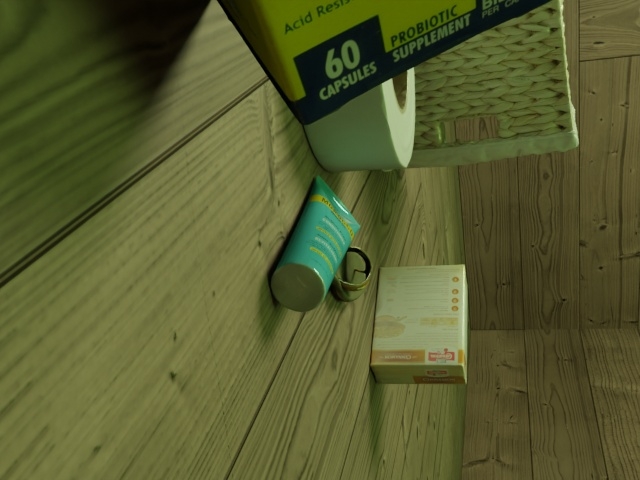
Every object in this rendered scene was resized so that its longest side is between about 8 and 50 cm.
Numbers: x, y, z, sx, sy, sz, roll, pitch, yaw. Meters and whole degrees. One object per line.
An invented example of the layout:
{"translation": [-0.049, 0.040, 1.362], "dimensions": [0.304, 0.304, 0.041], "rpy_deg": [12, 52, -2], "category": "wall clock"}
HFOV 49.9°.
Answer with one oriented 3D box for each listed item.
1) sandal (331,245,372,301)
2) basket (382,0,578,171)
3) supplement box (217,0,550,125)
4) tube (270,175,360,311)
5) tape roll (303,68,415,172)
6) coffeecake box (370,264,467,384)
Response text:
{"translation": [0.037, 0.032, 0.853], "dimensions": [0.180, 0.049, 0.072], "rpy_deg": [49, 41, -66], "category": "sandal"}
{"translation": [0.258, -0.312, 1.189], "dimensions": [0.331, 0.329, 0.266], "rpy_deg": [-64, 146, -59], "category": "basket"}
{"translation": [-0.008, -0.276, 0.358], "dimensions": [0.195, 0.194, 0.356], "rpy_deg": [59, -4, 39], "category": "supplement box"}
{"translation": [0.000, 0.000, 0.724], "dimensions": [0.080, 0.052, 0.207], "rpy_deg": [55, 25, -16], "category": "tube"}
{"translation": [0.050, -0.228, 0.851], "dimensions": [0.286, 0.100, 0.286], "rpy_deg": [-3, 90, -74], "category": "tape roll"}
{"translation": [0.163, 0.134, 1.109], "dimensions": [0.068, 0.143, 0.185], "rpy_deg": [68, 25, -49], "category": "coffeecake box"}
